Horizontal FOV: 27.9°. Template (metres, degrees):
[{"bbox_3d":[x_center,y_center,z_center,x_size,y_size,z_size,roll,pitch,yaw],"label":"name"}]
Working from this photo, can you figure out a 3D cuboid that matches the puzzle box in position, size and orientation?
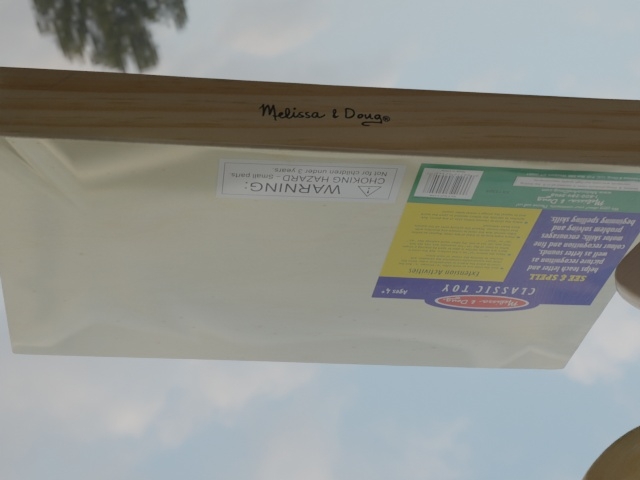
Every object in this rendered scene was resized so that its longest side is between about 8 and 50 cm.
[{"bbox_3d":[0.000,0.000,0.832,0.408,0.272,0.052,3,-122,-8],"label":"puzzle box"}]

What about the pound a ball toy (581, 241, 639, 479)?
[{"bbox_3d":[0.268,0.095,0.586,0.135,0.208,0.319,-37,-140,-23],"label":"pound a ball toy"}]
